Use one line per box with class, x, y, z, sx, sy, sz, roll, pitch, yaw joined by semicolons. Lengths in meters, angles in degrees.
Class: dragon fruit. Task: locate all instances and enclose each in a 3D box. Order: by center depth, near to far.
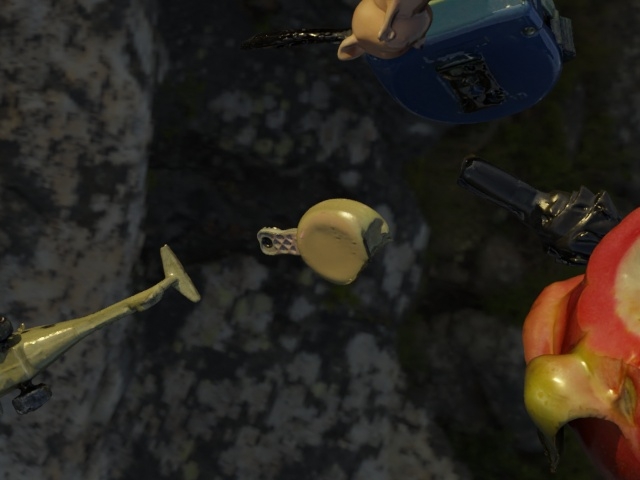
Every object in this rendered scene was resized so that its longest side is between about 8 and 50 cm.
dragon fruit;0.229;0.077;0.759;0.224;0.224;0.227;-47;129;-24

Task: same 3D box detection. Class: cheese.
cheese;0.004;0.006;1.527;0.047;0.171;0.092;-40;103;-44

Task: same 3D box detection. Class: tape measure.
tape measure;0.104;-0.203;1.567;0.215;0.351;0.098;41;43;-52

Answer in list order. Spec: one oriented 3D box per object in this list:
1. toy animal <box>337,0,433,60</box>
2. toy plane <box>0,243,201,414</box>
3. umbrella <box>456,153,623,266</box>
toy animal;0.076;-0.238;1.350;0.083;0.089;0.150;-5;137;-39
toy plane;-0.251;0.094;1.315;0.092;0.286;0.108;61;23;-9
umbrella;0.304;-0.005;1.532;0.340;0.118;0.118;27;79;-7
